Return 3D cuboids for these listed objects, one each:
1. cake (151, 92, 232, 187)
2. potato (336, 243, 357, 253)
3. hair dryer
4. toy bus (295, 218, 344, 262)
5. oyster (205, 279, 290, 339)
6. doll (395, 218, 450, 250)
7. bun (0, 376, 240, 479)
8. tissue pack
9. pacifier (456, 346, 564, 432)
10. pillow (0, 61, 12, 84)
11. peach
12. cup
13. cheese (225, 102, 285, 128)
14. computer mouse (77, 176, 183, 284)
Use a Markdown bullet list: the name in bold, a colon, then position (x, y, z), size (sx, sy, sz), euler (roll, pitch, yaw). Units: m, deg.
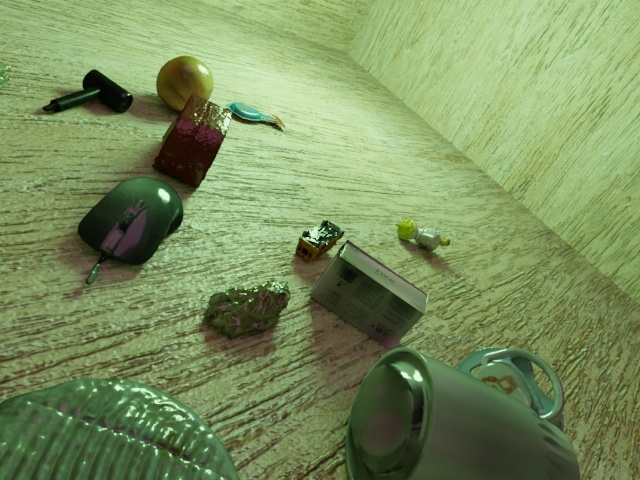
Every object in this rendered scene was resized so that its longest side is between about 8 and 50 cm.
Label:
- **cake**: position (-0.344, -0.282, 1.278), size (0.151, 0.177, 0.283), euler (23, 33, -16)
- **potato**: position (0.079, 0.024, 1.370), size (0.037, 0.036, 0.093), euler (43, 32, 10)
- **hair dryer**: position (-0.638, -0.379, 1.273), size (0.128, 0.070, 0.255), euler (33, 38, -1)
- **toy bus**: position (0.000, 0.000, 1.295), size (0.070, 0.074, 0.162), euler (34, 32, 16)
- **oyster**: position (-0.140, 0.133, 0.979), size (0.209, 0.072, 0.133), euler (5, 37, -35)
- **doll**: position (0.354, -0.020, 1.649), size (0.207, 0.081, 0.129), euler (20, 2, -15)
- **bun**: position (-0.248, 0.319, 0.489), size (0.354, 0.194, 0.354), euler (21, 32, -14)
- **tissue pack**: position (0.116, 0.134, 1.142), size (0.246, 0.148, 0.092), euler (34, 29, -1)
- **pacifier**: position (0.448, 0.388, 1.095), size (0.279, 0.227, 0.207), euler (-107, 172, -47)
- **pillow**: position (-0.828, -0.399, 1.093), size (0.134, 0.078, 0.181), euler (23, 31, -16)
- **peach**: position (-0.440, -0.502, 1.509), size (0.184, 0.184, 0.184), euler (24, 32, -16)
- **cup**: position (0.244, 0.368, 0.828), size (0.372, 0.253, 0.253), euler (27, 31, -16)
- **cheese**: position (-0.246, -0.479, 1.792), size (0.256, 0.037, 0.106), euler (6, 41, -40)
- **computer mouse**: position (-0.392, -0.042, 0.982), size (0.167, 0.090, 0.379), euler (24, 33, -12)
